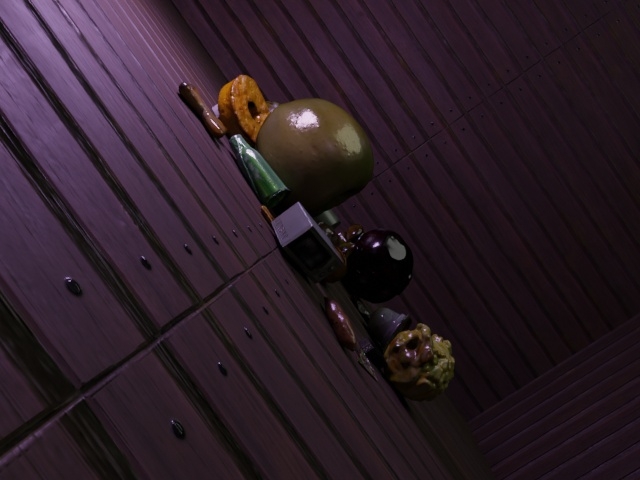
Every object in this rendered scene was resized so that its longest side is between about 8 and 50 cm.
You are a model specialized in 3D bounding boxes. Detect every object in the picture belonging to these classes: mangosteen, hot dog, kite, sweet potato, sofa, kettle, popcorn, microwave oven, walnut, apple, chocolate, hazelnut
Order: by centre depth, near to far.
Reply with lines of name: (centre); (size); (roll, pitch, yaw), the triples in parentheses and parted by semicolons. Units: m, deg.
sweet potato: (0.054, 0.233, 1.459); (0.218, 0.051, 0.065); (-119, -147, -45)
microwave oven: (-0.046, 0.012, 1.557); (0.205, 0.129, 0.163); (51, 5, -40)
kite: (0.110, 0.340, 1.568); (0.244, 0.006, 0.198); (56, 6, 8)
hot dog: (-0.169, -0.077, 1.600); (0.083, 0.021, 0.037); (56, 16, 5)
sofa: (0.182, 0.389, 1.720); (0.118, 0.039, 0.060); (52, 8, -37)
chocolate: (-0.228, -0.251, 1.751); (0.291, 0.110, 0.110); (54, 5, 15)
popcorn: (0.347, 0.435, 1.795); (0.237, 0.293, 0.293); (27, 22, -37)
walnut: (0.035, 0.088, 1.828); (0.137, 0.137, 0.245); (57, -5, 18)
apple: (-0.033, -0.320, 1.928); (0.473, 0.473, 0.473); (54, 6, -8)
hazelnut: (0.000, 0.000, 1.940); (0.154, 0.143, 0.143); (40, 8, -9)
chocolate: (0.278, 0.361, 2.116); (0.147, 0.221, 0.221); (36, -4, 28)
kettle: (-0.055, -0.124, 2.271); (0.255, 0.165, 0.240); (52, -24, 7)
mangosteen: (0.258, 0.102, 2.448); (0.421, 0.381, 0.381); (42, 9, -14)

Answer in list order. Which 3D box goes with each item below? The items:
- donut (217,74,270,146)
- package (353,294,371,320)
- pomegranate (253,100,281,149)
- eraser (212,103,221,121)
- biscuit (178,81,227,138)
donut: (-0.310, -0.515, 2.048); (0.303, 0.110, 0.303); (32, 54, -58)
package: (0.221, 0.353, 2.290); (0.239, 0.030, 0.154); (55, 3, 15)
pomegranate: (-0.255, -0.536, 2.355); (0.323, 0.291, 0.291); (48, 2, 23)
eraser: (-0.374, -0.484, 2.124); (0.212, 0.046, 0.092); (48, 9, -52)
biscuit: (-0.393, -0.433, 1.673); (0.208, 0.047, 0.164); (53, 7, -15)
